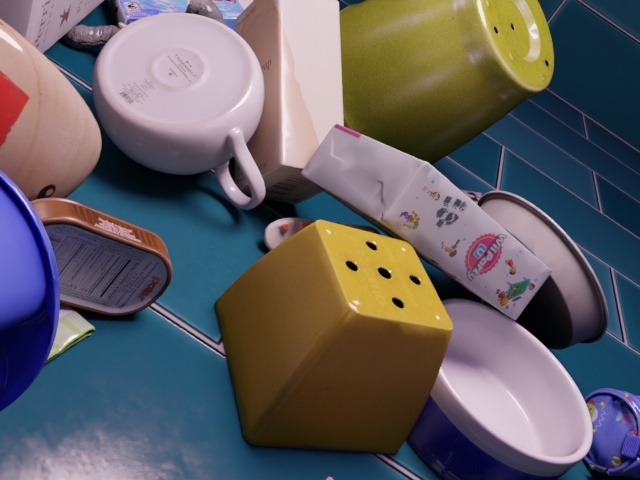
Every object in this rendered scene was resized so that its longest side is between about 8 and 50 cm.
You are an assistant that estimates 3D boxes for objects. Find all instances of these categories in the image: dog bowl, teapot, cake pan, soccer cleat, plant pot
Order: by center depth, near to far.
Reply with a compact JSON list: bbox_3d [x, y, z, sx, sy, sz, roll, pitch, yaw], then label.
[{"bbox_3d":[0.027,0.101,0.827,0.212,0.187,0.212,14,36,-32],"label":"plant pot"},{"bbox_3d":[0.221,0.208,0.946,0.265,0.104,0.265,24,32,-17],"label":"dog bowl"},{"bbox_3d":[-0.197,-0.184,1.028,0.253,0.187,0.256,5,60,-4],"label":"teapot"},{"bbox_3d":[0.000,0.000,1.073,0.196,0.068,0.076,3,7,-27],"label":"soccer cleat"},{"bbox_3d":[0.332,0.056,1.147,0.054,0.293,0.293,-33,64,-13],"label":"cake pan"},{"bbox_3d":[0.211,-0.317,1.291,0.366,0.353,0.366,16,67,-41],"label":"plant pot"}]

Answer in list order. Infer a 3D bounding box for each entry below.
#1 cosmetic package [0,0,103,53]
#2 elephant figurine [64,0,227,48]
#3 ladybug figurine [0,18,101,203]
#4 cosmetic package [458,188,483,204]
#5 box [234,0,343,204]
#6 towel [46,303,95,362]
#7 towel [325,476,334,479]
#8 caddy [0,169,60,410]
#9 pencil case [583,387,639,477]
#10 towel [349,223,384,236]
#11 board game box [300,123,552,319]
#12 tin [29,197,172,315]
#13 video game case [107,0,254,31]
[{"bbox_3d":[-0.483,-0.505,1.017,0.327,0.329,0.393,21,33,-10],"label":"cosmetic package"},{"bbox_3d":[-0.265,-0.308,1.183,0.239,0.186,0.169,-18,91,-41],"label":"elephant figurine"},{"bbox_3d":[-0.432,-0.142,0.654,0.449,0.305,0.161,29,60,-26],"label":"ladybug figurine"},{"bbox_3d":[0.341,-0.002,1.397,0.099,0.060,0.239,2,43,-41],"label":"cosmetic package"},{"bbox_3d":[-0.051,-0.229,1.120,0.121,0.148,0.311,9,70,-35],"label":"box"},{"bbox_3d":[-0.315,0.062,0.712,0.152,0.023,0.113,39,31,7],"label":"towel"},{"bbox_3d":[0.012,0.326,0.658,0.144,0.029,0.197,41,33,11],"label":"towel"},{"bbox_3d":[-0.361,0.013,0.510,0.341,0.241,0.179,34,12,-2],"label":"caddy"},{"bbox_3d":[0.529,0.312,1.079,0.306,0.119,0.133,18,11,-26],"label":"pencil case"},{"bbox_3d":[0.083,0.060,1.106,0.102,0.021,0.237,21,33,-11],"label":"towel"},{"bbox_3d":[0.149,-0.027,1.003,0.303,0.097,0.224,34,2,-36],"label":"board game box"},{"bbox_3d":[-0.240,0.023,0.735,0.190,0.106,0.040,25,27,-44],"label":"tin"},{"bbox_3d":[-0.273,-0.471,1.386,0.270,0.061,0.244,-8,47,-25],"label":"video game case"}]
